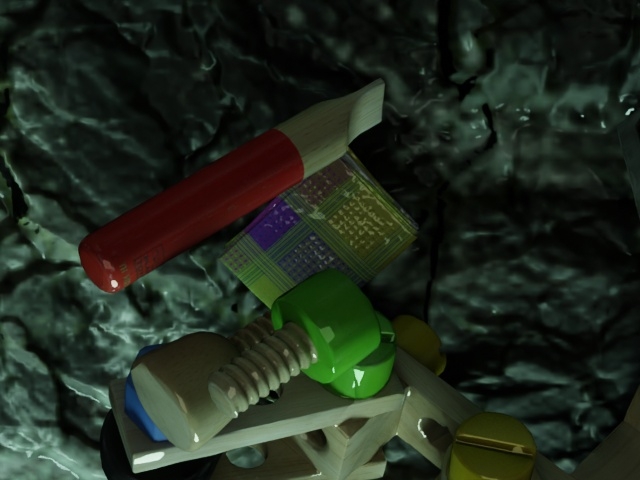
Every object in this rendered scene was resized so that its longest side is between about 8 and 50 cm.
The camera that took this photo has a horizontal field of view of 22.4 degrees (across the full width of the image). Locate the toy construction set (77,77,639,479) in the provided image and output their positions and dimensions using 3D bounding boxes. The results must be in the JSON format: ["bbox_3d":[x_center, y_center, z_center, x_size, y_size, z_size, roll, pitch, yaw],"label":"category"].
[{"bbox_3d":[0.051,0.075,0.688,0.237,0.257,0.309,-33,125,-25],"label":"toy construction set"}]

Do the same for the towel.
[{"bbox_3d":[0.000,0.000,0.757,0.060,0.009,0.083,44,110,-8],"label":"towel"}]

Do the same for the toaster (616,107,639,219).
[{"bbox_3d":[0.211,-0.036,0.620,0.168,0.186,0.110,-41,103,20],"label":"toaster"}]
